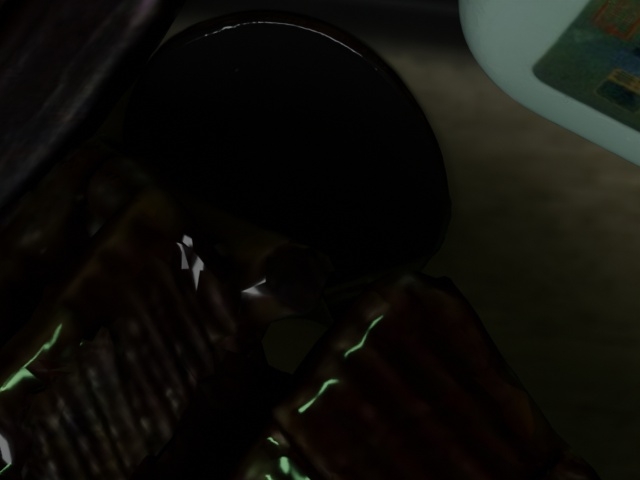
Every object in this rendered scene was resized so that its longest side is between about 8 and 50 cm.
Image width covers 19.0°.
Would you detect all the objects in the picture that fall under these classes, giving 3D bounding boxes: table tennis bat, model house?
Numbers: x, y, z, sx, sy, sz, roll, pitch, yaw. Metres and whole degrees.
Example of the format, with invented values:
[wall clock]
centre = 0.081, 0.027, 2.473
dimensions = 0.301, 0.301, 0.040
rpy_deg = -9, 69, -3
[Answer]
[table tennis bat]
centre = 0.000, 0.000, 0.589
dimensions = 0.095, 0.014, 0.158
rpy_deg = -20, 117, 19
[model house]
centre = -0.037, 0.187, 0.457
dimensions = 0.282, 0.317, 0.297
rpy_deg = 27, 151, 43

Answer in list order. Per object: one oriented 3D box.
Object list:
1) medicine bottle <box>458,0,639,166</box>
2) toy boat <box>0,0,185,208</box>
[medicine bottle]
centre = 0.108, -0.073, 0.480
dimensions = 0.228, 0.083, 0.121
rpy_deg = 27, 129, -9
[toy boat]
centre = -0.096, -0.076, 0.514
dimensions = 0.097, 0.100, 0.223
rpy_deg = 48, 118, 19
